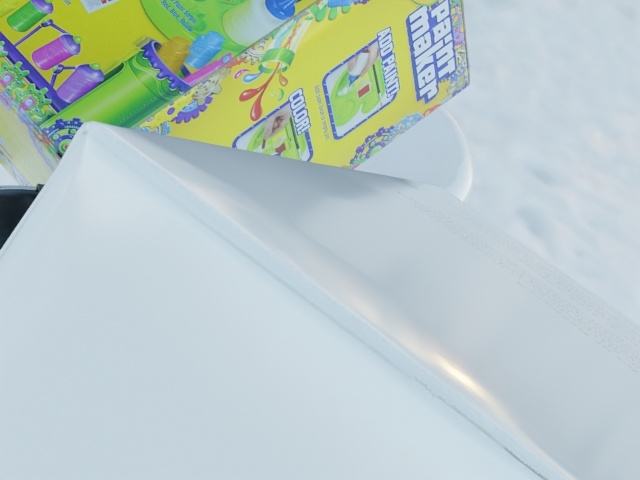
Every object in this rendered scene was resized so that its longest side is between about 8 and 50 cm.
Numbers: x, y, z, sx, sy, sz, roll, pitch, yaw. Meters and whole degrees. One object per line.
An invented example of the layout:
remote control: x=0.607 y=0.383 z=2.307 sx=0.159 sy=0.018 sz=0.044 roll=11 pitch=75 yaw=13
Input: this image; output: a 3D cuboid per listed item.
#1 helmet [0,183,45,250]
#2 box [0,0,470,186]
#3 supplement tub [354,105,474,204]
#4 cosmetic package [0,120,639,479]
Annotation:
helmet: x=-0.165 y=0.068 z=0.918 sx=0.169 sy=0.169 sz=0.161 roll=19 pitch=61 yaw=-37
box: x=-0.104 y=-0.159 z=1.089 sx=0.290 sy=0.279 sz=0.177 roll=46 pitch=-16 yaw=31
supplement tub: x=0.000 y=0.000 z=1.762 sx=0.235 sy=0.325 sz=0.235 roll=13 pitch=43 yaw=-13
cosmetic package: x=0.002 y=0.092 z=0.511 sx=0.155 sy=0.197 sz=0.365 roll=37 pitch=10 yaw=12
